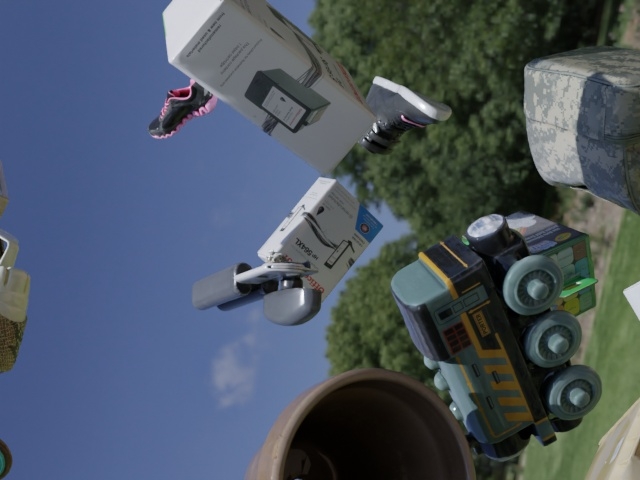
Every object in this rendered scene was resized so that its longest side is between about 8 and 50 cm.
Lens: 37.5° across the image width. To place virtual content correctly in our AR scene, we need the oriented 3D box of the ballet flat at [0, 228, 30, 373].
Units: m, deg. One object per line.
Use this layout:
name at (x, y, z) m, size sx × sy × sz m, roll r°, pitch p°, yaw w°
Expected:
ballet flat at (-0.740, 0.085, 2.121) m, size 0.182 × 0.483 × 0.164 m, roll -45°, pitch -47°, yaw 7°

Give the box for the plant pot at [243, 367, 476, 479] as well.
plant pot at (0.015, 0.292, 1.123) m, size 0.229 × 0.263 × 0.263 m, roll -25°, pitch 46°, yaw 60°

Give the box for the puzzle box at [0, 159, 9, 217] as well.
puzzle box at (-0.676, -0.156, 1.423) m, size 0.052 × 0.408 × 0.272 m, roll -61°, pitch 27°, yaw 6°

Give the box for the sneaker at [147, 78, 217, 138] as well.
sneaker at (-0.206, -0.190, 1.342) m, size 0.057 × 0.119 × 0.047 m, roll 41°, pitch -151°, yaw -41°

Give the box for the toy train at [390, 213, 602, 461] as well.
toy train at (0.223, 0.130, 1.191) m, size 0.334 × 0.190 × 0.142 m, roll 64°, pitch 177°, yaw -26°

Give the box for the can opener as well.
can opener at (-0.094, 0.069, 1.247) m, size 0.280 × 0.074 × 0.093 m, roll -14°, pitch 72°, yaw 59°

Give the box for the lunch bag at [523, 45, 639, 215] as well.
lunch bag at (0.498, -0.185, 1.624) m, size 0.305 × 0.212 × 0.256 m, roll -144°, pitch 45°, yaw -60°

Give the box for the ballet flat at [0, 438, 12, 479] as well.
ballet flat at (-0.676, 0.361, 1.599) m, size 0.124 × 0.342 × 0.116 m, roll -43°, pitch -53°, yaw -87°

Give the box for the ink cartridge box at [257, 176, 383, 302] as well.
ink cartridge box at (0.000, 0.000, 1.857) m, size 0.203 × 0.148 × 0.086 m, roll -52°, pitch 23°, yaw -10°

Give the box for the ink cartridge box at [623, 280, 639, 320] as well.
ink cartridge box at (0.413, 0.093, 1.029) m, size 0.109 × 0.150 × 0.063 m, roll -18°, pitch -14°, yaw -44°

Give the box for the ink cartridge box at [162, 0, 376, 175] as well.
ink cartridge box at (-0.072, -0.239, 1.294) m, size 0.115 × 0.273 × 0.198 m, roll -46°, pitch 30°, yaw 16°

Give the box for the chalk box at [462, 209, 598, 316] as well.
chalk box at (0.342, 0.055, 1.481) m, size 0.213 × 0.132 × 0.132 m, roll 33°, pitch 140°, yaw 59°

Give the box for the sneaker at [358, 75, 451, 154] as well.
sneaker at (0.155, -0.226, 1.850) m, size 0.147 × 0.104 × 0.296 m, roll -65°, pitch 24°, yaw 8°

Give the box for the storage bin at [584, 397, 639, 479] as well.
storage bin at (0.592, 0.451, 1.789) m, size 0.262 × 0.123 × 0.260 m, roll -50°, pitch -14°, yaw -36°
